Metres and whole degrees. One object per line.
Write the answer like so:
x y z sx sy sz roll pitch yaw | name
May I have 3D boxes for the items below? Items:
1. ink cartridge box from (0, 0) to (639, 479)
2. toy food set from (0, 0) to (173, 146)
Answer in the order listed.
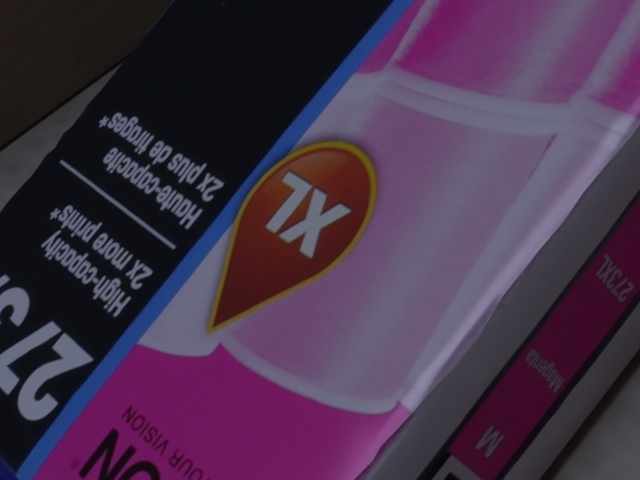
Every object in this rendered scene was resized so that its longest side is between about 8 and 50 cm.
0.000 0.000 0.434 0.371 0.069 0.176 -53 45 -3 | ink cartridge box
-0.158 -0.135 0.530 0.306 0.220 0.092 -35 46 13 | toy food set
